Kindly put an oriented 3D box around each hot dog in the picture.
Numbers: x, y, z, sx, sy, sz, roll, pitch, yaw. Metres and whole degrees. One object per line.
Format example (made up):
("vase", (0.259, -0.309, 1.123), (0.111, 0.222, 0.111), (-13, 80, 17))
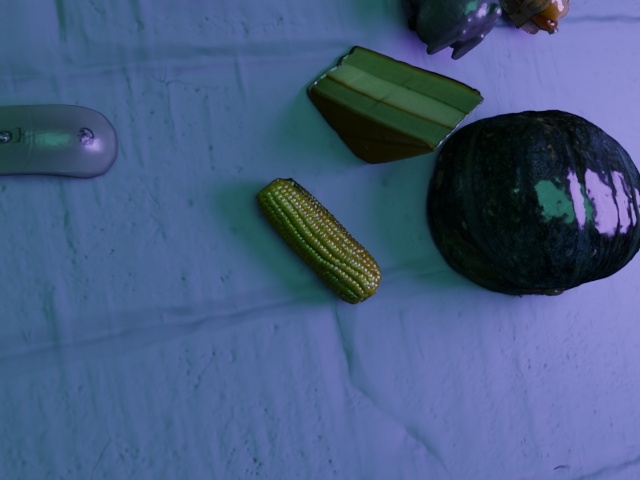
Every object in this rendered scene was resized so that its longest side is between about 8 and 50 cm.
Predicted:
("hot dog", (0.261, -0.407, 1.061), (0.072, 0.109, 0.269), (-42, 95, -8))

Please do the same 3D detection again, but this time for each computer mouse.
("computer mouse", (-0.331, -0.119, 0.863), (0.182, 0.056, 0.089), (-3, 81, -18))

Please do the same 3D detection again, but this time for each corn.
("corn", (0.000, 0.000, 0.957), (0.203, 0.072, 0.072), (45, 73, -9))

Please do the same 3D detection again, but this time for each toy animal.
("toy animal", (0.167, -0.371, 1.028), (0.108, 0.138, 0.236), (5, 67, -48))

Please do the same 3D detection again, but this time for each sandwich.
("sandwich", (0.093, -0.188, 0.948), (0.117, 0.187, 0.144), (-45, 106, -18))

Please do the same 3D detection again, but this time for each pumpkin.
("pumpkin", (0.318, -0.058, 1.004), (0.293, 0.197, 0.263), (2, 82, -21))
